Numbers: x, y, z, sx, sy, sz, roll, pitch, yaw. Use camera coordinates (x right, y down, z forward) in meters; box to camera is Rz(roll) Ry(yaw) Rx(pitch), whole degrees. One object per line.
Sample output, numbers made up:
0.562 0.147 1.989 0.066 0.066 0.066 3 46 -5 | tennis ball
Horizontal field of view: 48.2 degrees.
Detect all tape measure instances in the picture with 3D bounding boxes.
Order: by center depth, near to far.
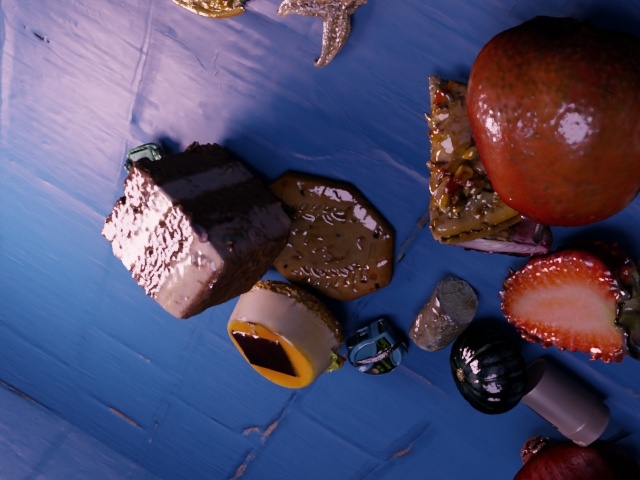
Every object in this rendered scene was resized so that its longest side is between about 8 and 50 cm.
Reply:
0.135 0.260 1.696 0.146 0.081 0.125 -28 125 18 | tape measure

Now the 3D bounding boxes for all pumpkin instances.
0.357 0.279 1.537 0.150 0.194 0.194 13 138 -8 | pumpkin

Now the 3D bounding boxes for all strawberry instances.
0.482 0.095 1.352 0.306 0.137 0.233 8 118 58 | strawberry

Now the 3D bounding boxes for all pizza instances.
0.298 -0.144 1.207 0.251 0.074 0.288 -6 100 -2 | pizza
-0.205 -0.446 1.280 0.160 0.036 0.099 14 135 18 | pizza

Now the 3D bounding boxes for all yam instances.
0.262 0.170 1.544 0.107 0.107 0.183 29 139 2 | yam

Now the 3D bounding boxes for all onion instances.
0.321 -0.030 1.326 0.205 0.098 0.151 8 170 8 | onion
0.550 0.564 1.637 0.348 0.347 0.285 92 155 -43 | onion

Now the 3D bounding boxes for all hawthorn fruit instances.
0.352 -0.148 1.057 0.284 0.285 0.369 14 130 18 | hawthorn fruit

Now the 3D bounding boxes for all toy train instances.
-0.376 -0.149 1.624 0.099 0.081 0.149 -20 111 4 | toy train

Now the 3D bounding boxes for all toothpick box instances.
0.523 0.349 1.552 0.180 0.111 0.111 37 137 -5 | toothpick box

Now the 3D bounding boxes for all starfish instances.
0.003 -0.403 1.195 0.138 0.050 0.247 35 134 -1 | starfish

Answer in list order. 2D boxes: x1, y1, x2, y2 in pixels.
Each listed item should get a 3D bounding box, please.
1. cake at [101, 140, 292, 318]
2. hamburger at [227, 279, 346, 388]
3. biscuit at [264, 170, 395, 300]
-0.258 -0.015 1.500 0.290 0.255 0.282 52 131 12 | cake
-0.080 0.215 1.712 0.276 0.179 0.294 4 134 39 | hamburger
-0.001 0.000 1.575 0.359 0.046 0.359 15 134 16 | biscuit
